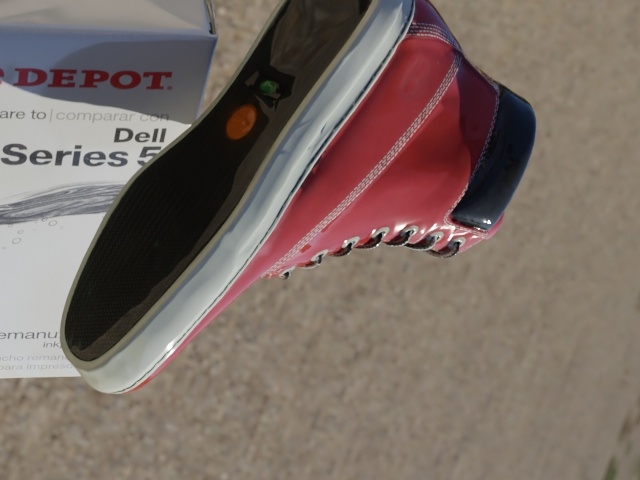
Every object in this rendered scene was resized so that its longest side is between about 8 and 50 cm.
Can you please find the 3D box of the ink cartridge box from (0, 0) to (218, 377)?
[{"bbox_3d":[-0.177,-0.050,0.904,0.273,0.198,0.114,108,-24,-47],"label":"ink cartridge box"}]

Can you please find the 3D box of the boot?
[{"bbox_3d":[0.000,0.000,0.854,0.244,0.088,0.176,-50,132,1],"label":"boot"}]
